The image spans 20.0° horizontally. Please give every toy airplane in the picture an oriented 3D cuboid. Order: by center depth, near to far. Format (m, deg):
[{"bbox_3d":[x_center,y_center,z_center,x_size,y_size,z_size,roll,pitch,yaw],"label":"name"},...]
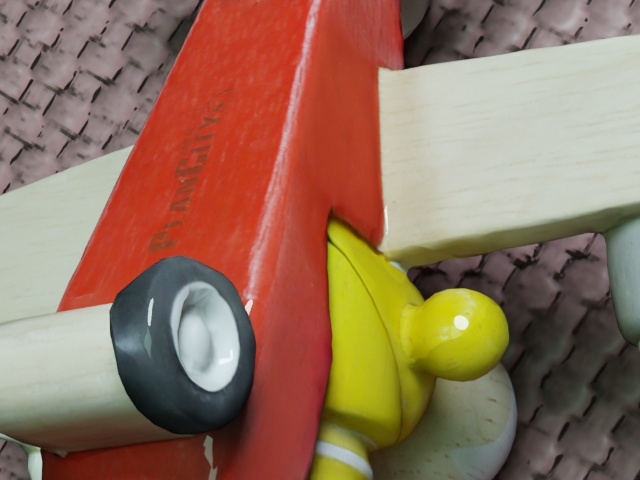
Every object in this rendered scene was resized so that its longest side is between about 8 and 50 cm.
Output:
[{"bbox_3d":[0.000,0.000,0.781,0.384,0.272,0.386,-41,35,-4],"label":"toy airplane"}]
